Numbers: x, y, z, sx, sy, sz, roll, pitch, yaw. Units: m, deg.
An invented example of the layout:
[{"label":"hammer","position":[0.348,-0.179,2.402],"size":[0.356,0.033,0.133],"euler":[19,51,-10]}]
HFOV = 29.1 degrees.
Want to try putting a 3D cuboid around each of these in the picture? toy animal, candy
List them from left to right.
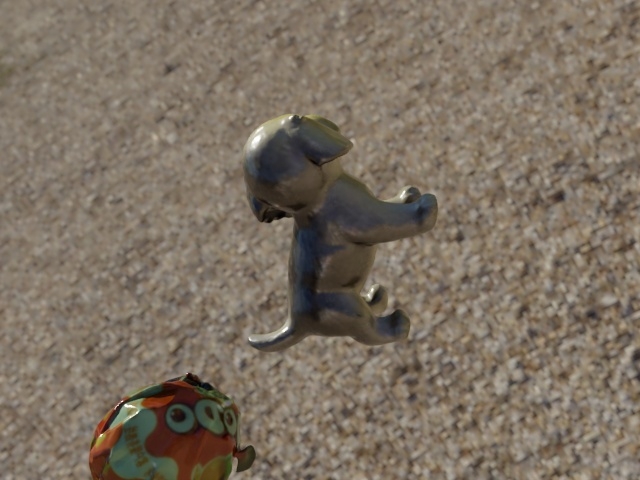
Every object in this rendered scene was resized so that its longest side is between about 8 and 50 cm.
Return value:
[{"label":"candy","position":[-0.097,0.113,0.444],"size":[0.185,0.056,0.049],"euler":[-44,49,18]},{"label":"toy animal","position":[0.014,-0.009,1.127],"size":[0.169,0.233,0.121],"euler":[-3,21,-8]}]
